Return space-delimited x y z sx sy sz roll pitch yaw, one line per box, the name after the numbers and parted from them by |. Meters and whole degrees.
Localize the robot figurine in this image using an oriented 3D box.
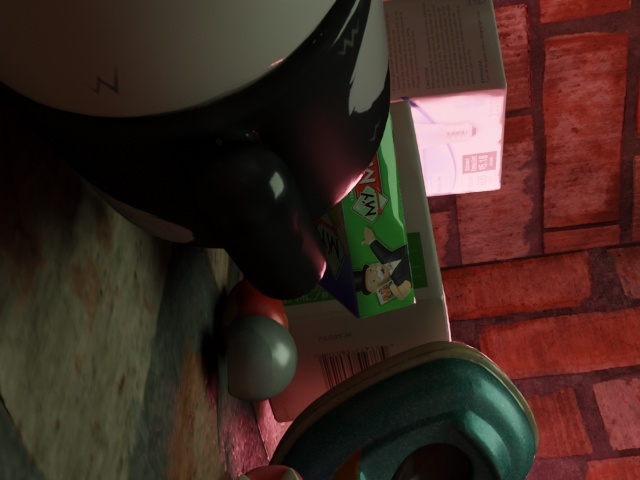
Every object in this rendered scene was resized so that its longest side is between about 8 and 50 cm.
-0.053 -0.098 0.426 0.173 0.209 0.278 -56 163 -11 | robot figurine

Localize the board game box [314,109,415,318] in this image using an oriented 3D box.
-0.028 -0.093 0.721 0.317 0.046 0.213 -144 -138 -63 | board game box

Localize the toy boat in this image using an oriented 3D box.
0.025 0.166 0.817 0.318 0.267 0.148 47 10 -19 | toy boat

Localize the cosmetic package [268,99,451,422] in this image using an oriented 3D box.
0.031 0.009 1.052 0.365 0.197 0.155 -93 172 -51 | cosmetic package

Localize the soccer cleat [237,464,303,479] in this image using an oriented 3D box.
-0.028 0.285 0.685 0.095 0.083 0.248 83 0 -54 | soccer cleat

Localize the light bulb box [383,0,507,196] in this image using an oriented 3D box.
0.151 -0.255 1.784 0.358 0.361 0.225 72 13 -61 | light bulb box
